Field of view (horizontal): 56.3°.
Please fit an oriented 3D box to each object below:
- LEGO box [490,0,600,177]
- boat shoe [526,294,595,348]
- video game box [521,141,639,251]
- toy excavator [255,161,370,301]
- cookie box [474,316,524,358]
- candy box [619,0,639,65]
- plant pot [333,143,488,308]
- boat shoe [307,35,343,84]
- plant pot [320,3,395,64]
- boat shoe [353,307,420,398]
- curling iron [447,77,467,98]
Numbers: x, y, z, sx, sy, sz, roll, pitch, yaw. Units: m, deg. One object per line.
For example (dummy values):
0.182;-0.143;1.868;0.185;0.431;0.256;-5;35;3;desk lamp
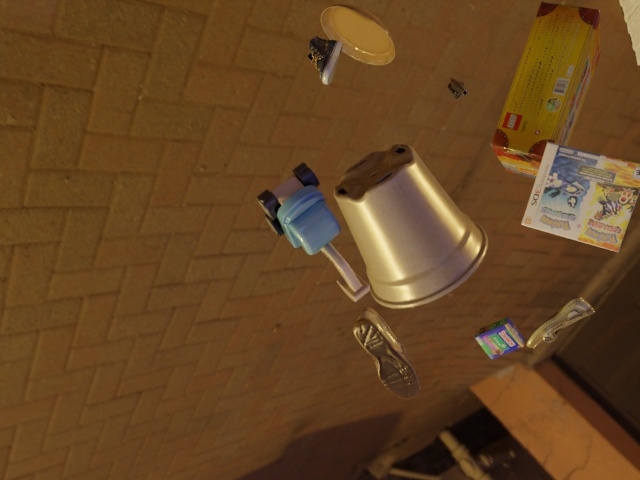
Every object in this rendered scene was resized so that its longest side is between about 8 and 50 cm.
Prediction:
0.788;-0.494;2.066;0.372;0.193;0.501;17;93;-64;LEGO box
0.496;0.180;1.245;0.153;0.048;0.056;-45;156;14;boat shoe
0.554;-0.094;1.266;0.048;0.205;0.187;-22;127;-66;video game box
0.000;0.000;2.229;0.222;0.445;0.433;-37;156;-8;toy excavator
0.515;0.281;1.721;0.107;0.092;0.040;-32;-166;31;cookie box
0.730;-0.467;1.241;0.164;0.197;0.070;-3;160;-3;candy box
0.200;-0.057;1.490;0.333;0.334;0.306;-38;114;-8;plant pot
0.001;-0.460;1.527;0.183;0.083;0.065;-75;179;-47;boat shoe
0.111;-0.584;1.685;0.032;0.236;0.236;-60;149;-11;plant pot
0.203;0.330;1.748;0.109;0.302;0.098;-28;-165;27;boat shoe
0.437;-0.476;1.877;0.035;0.068;0.274;-33;-169;12;curling iron
